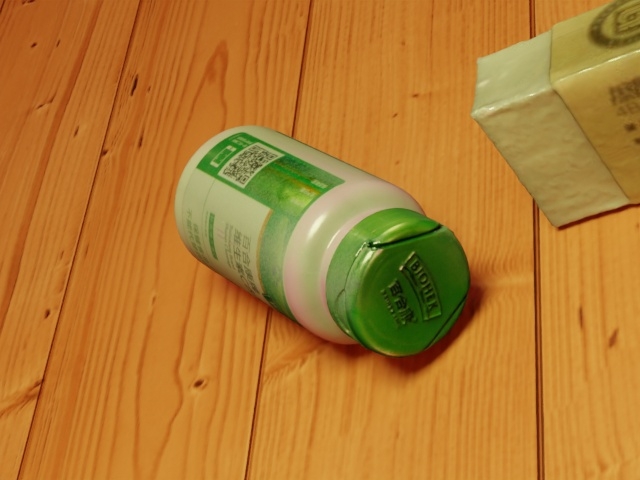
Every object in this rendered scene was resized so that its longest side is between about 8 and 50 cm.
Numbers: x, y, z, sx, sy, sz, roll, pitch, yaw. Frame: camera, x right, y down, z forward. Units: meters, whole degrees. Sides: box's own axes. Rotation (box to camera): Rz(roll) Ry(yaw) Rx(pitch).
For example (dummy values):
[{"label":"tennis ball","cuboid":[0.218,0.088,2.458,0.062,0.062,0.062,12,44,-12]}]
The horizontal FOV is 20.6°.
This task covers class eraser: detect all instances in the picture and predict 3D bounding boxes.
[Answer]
[{"label":"eraser","cuboid":[0.289,-0.122,1.247,0.343,0.144,0.078,-19,40,27]}]

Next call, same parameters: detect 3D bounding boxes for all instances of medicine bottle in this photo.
[{"label":"medicine bottle","cuboid":[0.000,0.000,1.391,0.133,0.133,0.274,-47,34,-11]}]
